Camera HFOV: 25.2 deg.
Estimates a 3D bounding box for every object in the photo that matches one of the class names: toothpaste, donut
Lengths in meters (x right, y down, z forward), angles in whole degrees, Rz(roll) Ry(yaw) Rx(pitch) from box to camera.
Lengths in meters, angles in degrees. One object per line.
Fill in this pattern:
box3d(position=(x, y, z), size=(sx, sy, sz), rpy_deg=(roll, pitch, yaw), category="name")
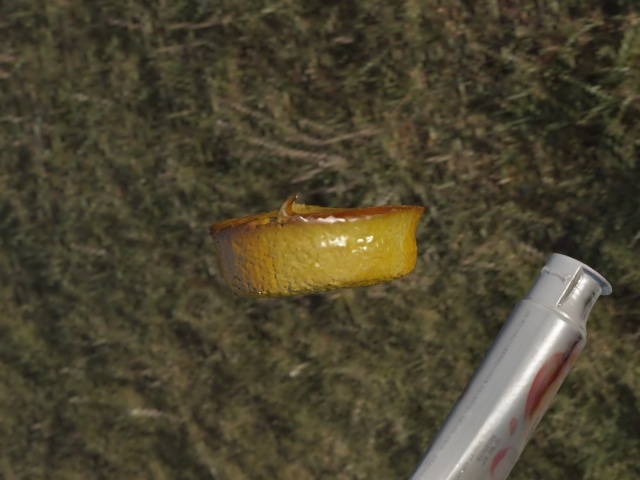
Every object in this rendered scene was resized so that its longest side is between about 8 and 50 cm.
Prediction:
box3d(position=(0.128, 0.160, 1.138), size=(0.066, 0.100, 0.323), rpy_deg=(19, 72, 49), category="toothpaste")
box3d(position=(-0.002, 0.000, 1.679), size=(0.253, 0.253, 0.118), rpy_deg=(-8, 93, 46), category="donut")
